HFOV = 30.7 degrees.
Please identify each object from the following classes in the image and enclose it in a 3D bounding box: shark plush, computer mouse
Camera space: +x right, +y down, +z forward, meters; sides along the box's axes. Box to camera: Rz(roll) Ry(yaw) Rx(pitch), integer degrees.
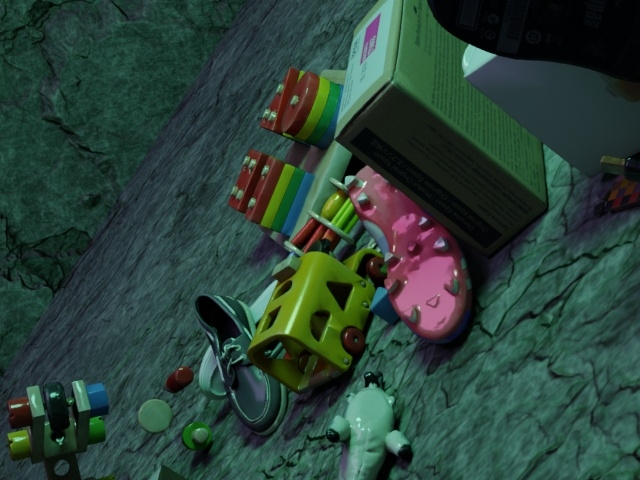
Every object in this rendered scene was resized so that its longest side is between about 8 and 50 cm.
[{"bbox_3d":[0.033,0.168,1.050,0.161,0.073,0.067,-96,14,-59],"label":"shark plush"},{"bbox_3d":[0.203,-0.133,0.828,0.060,0.262,0.184,-61,-22,-51],"label":"computer mouse"}]

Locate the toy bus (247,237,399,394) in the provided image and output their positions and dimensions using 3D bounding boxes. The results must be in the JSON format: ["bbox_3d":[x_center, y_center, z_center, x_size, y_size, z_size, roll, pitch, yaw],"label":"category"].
[{"bbox_3d":[-0.003,0.060,1.254,0.191,0.104,0.202,-53,18,5],"label":"toy bus"}]

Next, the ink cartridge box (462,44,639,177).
[{"bbox_3d":[0.317,-0.257,0.907,0.385,0.160,0.279,-32,27,50],"label":"ink cartridge box"}]

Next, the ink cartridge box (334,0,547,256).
[{"bbox_3d":[0.119,-0.125,1.129,0.088,0.193,0.234,-44,20,31],"label":"ink cartridge box"}]

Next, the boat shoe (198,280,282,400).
[{"bbox_3d":[-0.078,0.125,1.416,0.184,0.066,0.063,-44,17,2],"label":"boat shoe"}]

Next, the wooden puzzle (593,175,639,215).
[{"bbox_3d":[0.254,-0.047,0.941,0.083,0.006,0.049,-22,37,61],"label":"wooden puzzle"}]

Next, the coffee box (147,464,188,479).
[{"bbox_3d":[-0.203,0.385,1.146,0.297,0.119,0.168,-47,18,25],"label":"coffee box"}]

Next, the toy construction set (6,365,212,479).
[{"bbox_3d":[-0.283,0.281,1.452,0.309,0.257,0.237,-38,-1,-18],"label":"toy construction set"}]

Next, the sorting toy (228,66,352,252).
[{"bbox_3d":[-0.036,-0.126,1.615,0.255,0.089,0.257,-67,15,3],"label":"sorting toy"}]

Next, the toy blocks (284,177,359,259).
[{"bbox_3d":[0.000,0.000,1.443,0.148,0.054,0.123,-55,17,0],"label":"toy blocks"}]

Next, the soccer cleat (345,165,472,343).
[{"bbox_3d":[0.096,0.013,1.131,0.083,0.095,0.248,-38,42,11],"label":"soccer cleat"}]

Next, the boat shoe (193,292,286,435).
[{"bbox_3d":[-0.099,0.137,1.337,0.075,0.065,0.206,-43,42,16],"label":"boat shoe"}]
